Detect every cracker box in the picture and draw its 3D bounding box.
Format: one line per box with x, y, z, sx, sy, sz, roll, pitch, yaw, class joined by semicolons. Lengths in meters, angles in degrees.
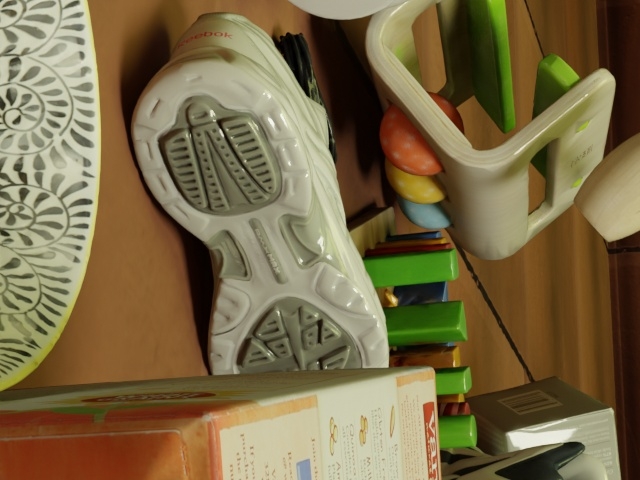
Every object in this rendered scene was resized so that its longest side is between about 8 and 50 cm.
-0.063;0.074;0.464;0.232;0.156;0.067;4;81;-75;cracker box

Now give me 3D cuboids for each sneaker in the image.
0.143;0.191;1.209;0.235;0.153;0.094;16;71;-74;sneaker
-0.016;-0.009;0.811;0.115;0.090;0.232;-80;160;-53;sneaker

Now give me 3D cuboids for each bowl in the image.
-0.124;-0.044;0.424;0.170;0.080;0.170;-4;90;-75;bowl

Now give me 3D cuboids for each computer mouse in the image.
0.000;0.000;0.977;0.071;0.041;0.242;-18;96;-84;computer mouse

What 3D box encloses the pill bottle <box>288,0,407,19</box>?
0.030;-0.204;0.971;0.221;0.124;0.124;-67;149;-60;pill bottle

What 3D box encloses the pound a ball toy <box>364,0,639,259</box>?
0.123;-0.051;1.094;0.208;0.136;0.319;52;-2;13;pound a ball toy

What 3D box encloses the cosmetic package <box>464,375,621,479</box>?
0.186;0.246;1.384;0.127;0.107;0.238;-152;-129;-72;cosmetic package

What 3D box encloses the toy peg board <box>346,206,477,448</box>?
0.065;0.064;1.102;0.160;0.079;0.161;-29;114;-74;toy peg board
